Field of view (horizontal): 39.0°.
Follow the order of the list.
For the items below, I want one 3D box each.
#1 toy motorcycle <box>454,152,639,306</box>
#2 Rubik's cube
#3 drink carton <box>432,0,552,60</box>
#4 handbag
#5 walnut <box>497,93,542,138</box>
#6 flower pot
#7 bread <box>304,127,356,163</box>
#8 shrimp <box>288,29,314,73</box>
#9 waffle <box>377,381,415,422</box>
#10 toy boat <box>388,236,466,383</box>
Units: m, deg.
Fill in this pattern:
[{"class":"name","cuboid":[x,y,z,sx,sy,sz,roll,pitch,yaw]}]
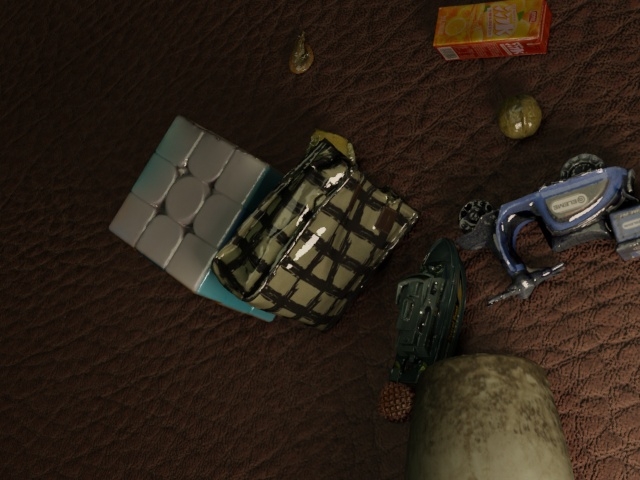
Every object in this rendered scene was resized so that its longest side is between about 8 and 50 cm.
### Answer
[{"class":"toy motorcycle","cuboid":[0.414,-0.017,1.621,0.358,0.125,0.212,-20,66,24]},{"class":"Rubik's cube","cuboid":[-0.200,-0.042,1.887,0.291,0.292,0.290,32,90,34]},{"class":"drink carton","cuboid":[0.349,-0.428,1.835,0.223,0.071,0.096,3,73,31]},{"class":"handbag","cuboid":[0.000,0.000,1.735,0.327,0.325,0.162,-48,58,8]},{"class":"walnut","cuboid":[0.384,-0.240,1.744,0.092,0.092,0.092,-10,68,27]},{"class":"flower pot","cuboid":[0.270,0.370,1.476,0.294,0.293,0.330,-14,62,26]},{"class":"bread","cuboid":[0.023,-0.179,1.929,0.110,0.156,0.103,13,86,0]},{"class":"shrimp","cuboid":[-0.039,-0.435,2.095,0.059,0.023,0.108,11,78,23]},{"class":"waffle","cuboid":[0.146,0.306,1.722,0.075,0.029,0.083,22,83,33]},{"class":"toy boat","cuboid":[0.204,0.131,1.695,0.114,0.122,0.296,-7,65,53]}]
